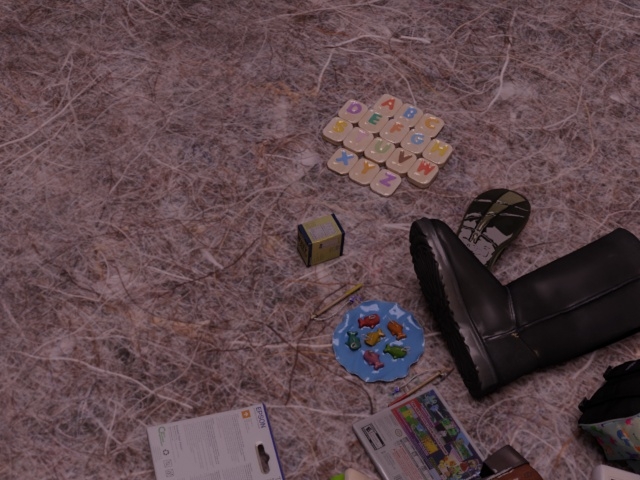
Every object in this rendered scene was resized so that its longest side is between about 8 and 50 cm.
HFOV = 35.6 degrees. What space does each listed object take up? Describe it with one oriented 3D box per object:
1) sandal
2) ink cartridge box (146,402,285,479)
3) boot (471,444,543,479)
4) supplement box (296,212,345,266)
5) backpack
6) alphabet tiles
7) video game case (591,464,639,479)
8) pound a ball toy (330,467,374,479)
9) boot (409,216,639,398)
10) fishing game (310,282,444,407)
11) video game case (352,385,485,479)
[{"bbox_3d":[0.330,0.014,2.085,0.120,0.086,0.303,32,73,13],"label":"sandal"},{"bbox_3d":[-0.182,0.415,1.776,0.224,0.045,0.223,-10,55,-11],"label":"ink cartridge box"},{"bbox_3d":[0.322,0.524,1.683,0.264,0.096,0.280,-29,59,-22],"label":"boot"},{"bbox_3d":[0.000,0.000,2.072,0.083,0.083,0.056,-18,56,-17],"label":"supplement box"},{"bbox_3d":[0.613,0.298,1.777,0.191,0.253,0.225,47,61,5],"label":"backpack"},{"bbox_3d":[0.153,-0.225,2.288,0.284,0.021,0.278,28,57,18],"label":"alphabet tiles"},{"bbox_3d":[0.581,0.560,1.631,0.300,0.036,0.329,18,55,-15],"label":"video game case"},{"bbox_3d":[0.072,0.540,1.619,0.208,0.136,0.319,-24,49,25],"label":"pound a ball toy"},{"bbox_3d":[0.434,0.065,1.963,0.445,0.146,0.367,-20,85,-13],"label":"boot"},{"bbox_3d":[0.117,0.193,1.962,0.189,0.041,0.264,-29,60,-19],"label":"fishing game"},{"bbox_3d":[0.185,0.384,1.832,0.183,0.023,0.201,-22,56,-18],"label":"video game case"}]
